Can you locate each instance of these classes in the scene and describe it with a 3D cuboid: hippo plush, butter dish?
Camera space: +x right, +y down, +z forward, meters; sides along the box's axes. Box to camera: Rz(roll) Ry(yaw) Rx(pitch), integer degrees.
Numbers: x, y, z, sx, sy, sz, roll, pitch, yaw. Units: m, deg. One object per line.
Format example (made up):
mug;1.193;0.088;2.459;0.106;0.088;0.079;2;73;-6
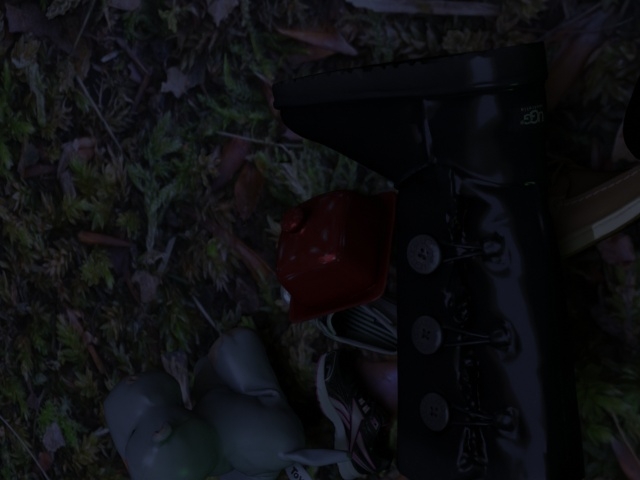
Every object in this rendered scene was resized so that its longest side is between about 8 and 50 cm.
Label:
hippo plush;-0.159;0.274;1.411;0.294;0.237;0.234;51;137;34
butter dish;0.000;0.000;1.307;0.160;0.118;0.160;-19;48;37

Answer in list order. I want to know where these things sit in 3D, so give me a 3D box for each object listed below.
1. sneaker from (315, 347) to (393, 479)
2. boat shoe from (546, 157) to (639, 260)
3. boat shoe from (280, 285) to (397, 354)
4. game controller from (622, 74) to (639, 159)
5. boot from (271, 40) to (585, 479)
sneaker;0.052;0.220;1.394;0.077;0.072;0.178;-10;102;26
boat shoe;0.241;-0.032;1.151;0.341;0.122;0.110;-30;83;38
boat shoe;0.029;0.086;1.364;0.226;0.076;0.083;13;108;34
game controller;0.392;-0.203;0.959;0.166;0.067;0.319;20;88;49
boot;0.103;0.032;1.154;0.367;0.146;0.445;4;106;53
